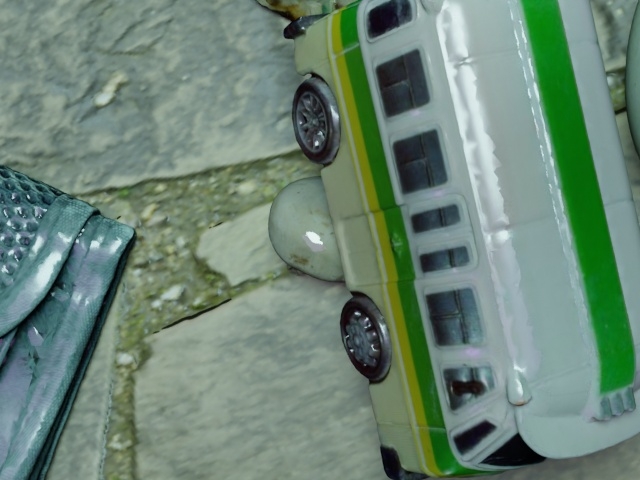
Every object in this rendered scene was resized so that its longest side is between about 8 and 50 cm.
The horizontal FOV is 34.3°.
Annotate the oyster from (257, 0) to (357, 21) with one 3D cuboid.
[{"bbox_3d":[-0.011,-0.264,0.713,0.259,0.092,0.198,39,101,3],"label":"oyster"}]

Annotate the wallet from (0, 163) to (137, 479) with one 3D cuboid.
[{"bbox_3d":[-0.334,0.032,0.779,0.342,0.075,0.237,23,92,8],"label":"wallet"}]

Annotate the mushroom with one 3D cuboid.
[{"bbox_3d":[0.000,0.000,0.732,0.085,0.085,0.079,35,133,6],"label":"mushroom"}]

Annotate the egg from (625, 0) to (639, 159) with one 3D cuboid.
[{"bbox_3d":[0.267,-0.111,0.642,0.151,0.151,0.209,2,92,8],"label":"egg"}]

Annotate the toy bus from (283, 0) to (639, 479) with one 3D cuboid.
[{"bbox_3d":[0.101,-0.010,0.634,0.143,0.179,0.305,-12,90,-29],"label":"toy bus"}]
